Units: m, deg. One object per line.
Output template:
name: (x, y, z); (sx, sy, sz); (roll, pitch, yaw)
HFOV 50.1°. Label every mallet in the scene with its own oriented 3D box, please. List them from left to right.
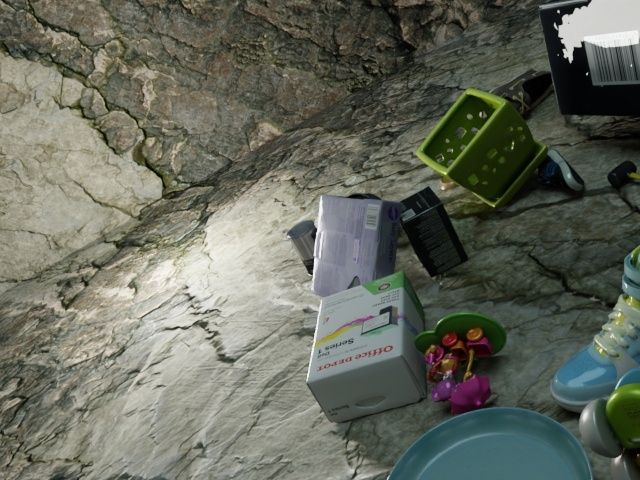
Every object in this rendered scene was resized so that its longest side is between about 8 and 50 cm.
mallet: (0.706, -0.126, 1.479); (0.062, 0.039, 0.190); (-31, 28, -8)

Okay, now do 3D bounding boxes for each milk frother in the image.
milk frother: (0.000, 0.000, 1.861); (0.129, 0.135, 0.143); (-18, 27, 22)

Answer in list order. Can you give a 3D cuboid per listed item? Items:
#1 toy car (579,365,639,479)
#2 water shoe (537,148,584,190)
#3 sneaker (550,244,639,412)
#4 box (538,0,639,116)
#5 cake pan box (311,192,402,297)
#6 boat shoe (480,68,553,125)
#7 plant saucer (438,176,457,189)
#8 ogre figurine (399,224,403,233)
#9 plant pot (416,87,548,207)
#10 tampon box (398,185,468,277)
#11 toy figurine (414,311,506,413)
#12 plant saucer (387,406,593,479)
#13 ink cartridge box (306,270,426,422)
toy car: (0.441, 0.241, 0.883); (0.159, 0.182, 0.136); (-27, 15, 42)
water shoe: (0.571, -0.151, 1.648); (0.080, 0.073, 0.203); (-43, 14, 20)
sneaker: (0.473, 0.115, 1.050); (0.319, 0.208, 0.127); (-30, 26, -2)
box: (0.859, -0.491, 1.565); (0.472, 0.297, 0.480); (-24, 18, -15)
cake pan box: (0.078, 0.019, 1.617); (0.070, 0.267, 0.246); (3, 3, -37)
boat shoe: (0.599, -0.430, 2.083); (0.324, 0.116, 0.097); (-38, 22, -32)
plant saucer: (0.373, -0.173, 1.942); (0.083, 0.015, 0.083); (-24, 25, 12)
ogre figurine: (0.177, -0.040, 1.803); (0.197, 0.097, 0.118); (7, 30, 36)
plant pot: (0.413, -0.222, 1.718); (0.227, 0.207, 0.228); (-52, 23, 9)
tampon box: (0.254, -0.020, 1.598); (0.101, 0.161, 0.120); (-27, 24, 4)
toy figurine: (0.238, 0.231, 1.201); (0.173, 0.130, 0.159); (-16, 37, 29)
plant saucer: (0.238, 0.376, 0.997); (0.317, 0.043, 0.317); (-23, 25, 11)
ink cartridge box: (0.097, 0.208, 1.378); (0.201, 0.117, 0.278); (-20, 26, 18)
